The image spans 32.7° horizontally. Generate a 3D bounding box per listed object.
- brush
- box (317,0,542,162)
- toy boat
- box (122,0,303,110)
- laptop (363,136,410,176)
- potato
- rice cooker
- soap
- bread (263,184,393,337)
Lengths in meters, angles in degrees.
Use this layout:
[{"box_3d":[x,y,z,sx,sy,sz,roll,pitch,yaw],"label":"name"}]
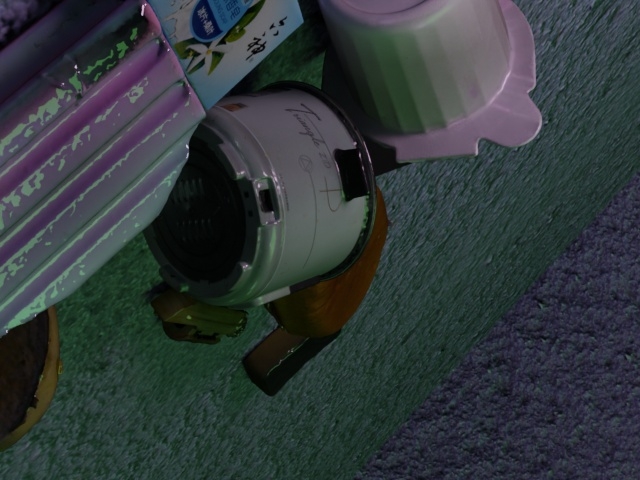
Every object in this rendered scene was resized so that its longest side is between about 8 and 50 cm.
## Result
[{"box_3d":[-0.045,0.191,1.983,0.197,0.059,0.123,-40,160,-14],"label":"brush"},{"box_3d":[0.114,-0.236,1.227,0.262,0.291,0.206,-41,149,-3],"label":"box"},{"box_3d":[-0.178,0.110,1.573,0.088,0.068,0.226,-44,160,11],"label":"toy boat"},{"box_3d":[-0.108,-0.243,1.037,0.142,0.083,0.232,-44,158,-9],"label":"box"},{"box_3d":[0.115,-0.173,1.580,0.197,0.016,0.135,-21,110,-47],"label":"laptop"},{"box_3d":[-0.349,0.150,1.228,0.243,0.138,0.098,-46,164,7],"label":"potato"},{"box_3d":[-0.068,-0.054,1.244,0.280,0.241,0.227,-10,-174,44],"label":"rice cooker"},{"box_3d":[-0.253,-0.054,0.963,0.324,0.109,0.193,-46,138,-19],"label":"soap"},{"box_3d":[-0.009,0.010,1.549,0.236,0.183,0.388,-47,159,-4],"label":"bread"}]
